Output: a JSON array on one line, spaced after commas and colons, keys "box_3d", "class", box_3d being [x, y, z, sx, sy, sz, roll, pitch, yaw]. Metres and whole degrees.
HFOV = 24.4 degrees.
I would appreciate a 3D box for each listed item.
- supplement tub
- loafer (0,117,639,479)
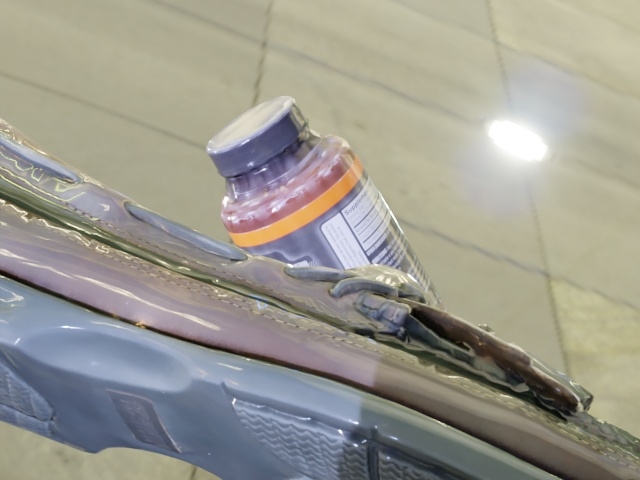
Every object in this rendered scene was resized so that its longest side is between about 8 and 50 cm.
[{"box_3d": [0.000, 0.000, 1.025, 0.198, 0.106, 0.106, 58, 20, -18], "class": "supplement tub"}, {"box_3d": [-0.009, 0.026, 0.406, 0.267, 0.096, 0.084, 17, 63, 13], "class": "loafer"}]
